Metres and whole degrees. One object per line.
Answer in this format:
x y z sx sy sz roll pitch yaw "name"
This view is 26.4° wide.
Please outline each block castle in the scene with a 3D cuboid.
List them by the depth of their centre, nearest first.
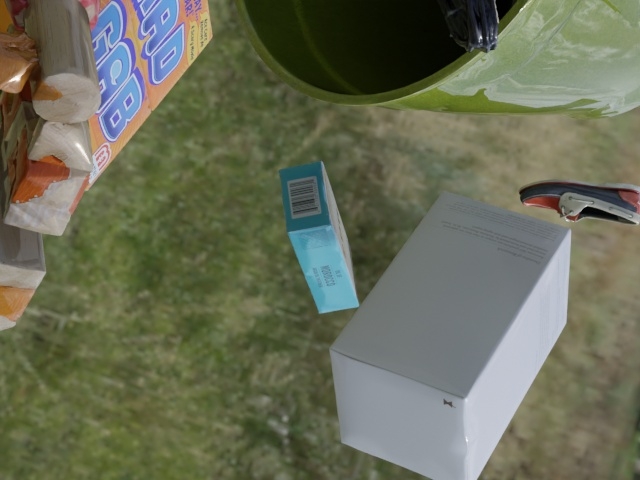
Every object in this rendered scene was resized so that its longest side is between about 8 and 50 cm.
-0.385 -0.090 1.192 0.453 0.303 0.212 -55 -143 40 "block castle"

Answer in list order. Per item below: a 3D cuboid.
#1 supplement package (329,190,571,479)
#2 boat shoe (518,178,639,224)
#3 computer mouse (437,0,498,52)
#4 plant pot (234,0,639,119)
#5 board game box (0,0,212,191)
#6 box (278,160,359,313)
0.159 0.113 1.618 0.293 0.175 0.177 -52 149 -37 "supplement package"
0.290 -0.041 1.527 0.049 0.137 0.043 76 17 -75 "boat shoe"
0.058 -0.206 0.624 0.071 0.041 0.242 -178 -103 -76 "computer mouse"
0.169 -0.261 1.225 0.353 0.366 0.366 13 95 -48 "plant pot"
-0.419 -0.367 2.053 0.356 0.356 0.356 -55 163 -24 "board game box"
0.000 0.000 1.832 0.244 0.060 0.100 71 10 -60 "box"
